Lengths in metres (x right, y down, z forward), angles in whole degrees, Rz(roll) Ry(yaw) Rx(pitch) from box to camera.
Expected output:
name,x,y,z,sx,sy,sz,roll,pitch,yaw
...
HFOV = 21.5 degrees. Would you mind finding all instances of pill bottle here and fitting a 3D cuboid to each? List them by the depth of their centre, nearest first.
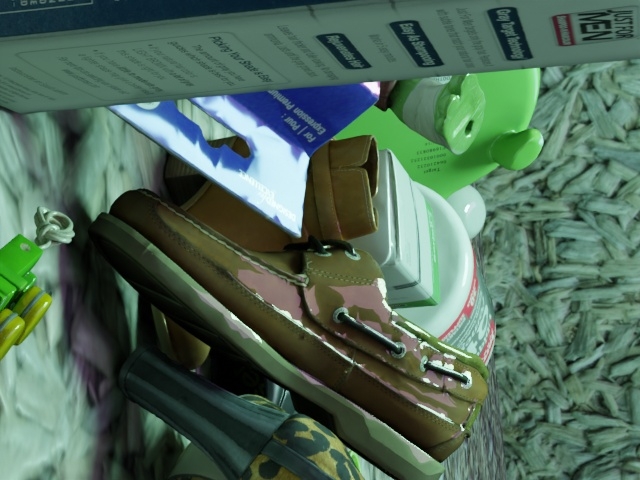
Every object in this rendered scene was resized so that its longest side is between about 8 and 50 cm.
name,x,y,z,sx,sy,sz,roll,pitch,yaw
pill bottle,0.082,0.071,1.680,0.318,0.176,0.176,59,29,-67

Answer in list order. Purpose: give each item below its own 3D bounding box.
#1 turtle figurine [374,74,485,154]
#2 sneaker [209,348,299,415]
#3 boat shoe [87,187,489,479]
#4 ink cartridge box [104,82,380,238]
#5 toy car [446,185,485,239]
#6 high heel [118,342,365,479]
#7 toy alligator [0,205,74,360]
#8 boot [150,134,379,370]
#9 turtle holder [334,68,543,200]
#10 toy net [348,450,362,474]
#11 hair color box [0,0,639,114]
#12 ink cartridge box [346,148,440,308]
name,x,y,z,sx,sy,sz,roll,pitch,yaw
turtle figurine,0.009,-0.189,1.190,0.198,0.266,0.274,-30,137,-53
sneaker,-0.053,0.158,1.282,0.097,0.084,0.234,-20,107,-54
boat shoe,-0.013,0.044,1.078,0.307,0.111,0.104,40,81,-34
ink cartridge box,-0.031,-0.203,1.042,0.176,0.069,0.370,35,52,-42
toy car,0.099,-0.068,1.986,0.136,0.159,0.182,-22,113,-40
high heel,-0.014,0.168,1.108,0.093,0.186,0.261,-55,150,-11
toy alligator,-0.159,0.029,0.787,0.051,0.056,0.189,-53,-179,16
boot,-0.035,0.001,1.155,0.073,0.152,0.197,71,19,-55
turtle holder,0.103,-0.166,1.693,0.320,0.243,0.227,48,20,-41
toy net,0.001,0.273,1.541,0.232,0.045,0.122,-82,165,-46
hair color box,-0.013,-0.137,0.801,0.174,0.347,0.105,24,63,-78
ink cartridge box,0.000,0.000,1.322,0.219,0.160,0.092,45,41,-75
